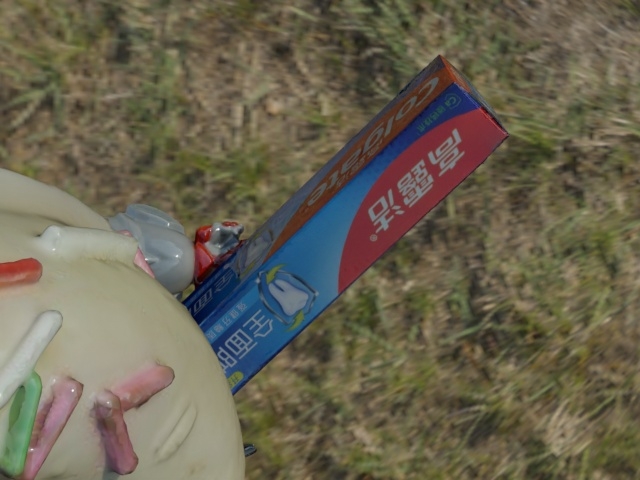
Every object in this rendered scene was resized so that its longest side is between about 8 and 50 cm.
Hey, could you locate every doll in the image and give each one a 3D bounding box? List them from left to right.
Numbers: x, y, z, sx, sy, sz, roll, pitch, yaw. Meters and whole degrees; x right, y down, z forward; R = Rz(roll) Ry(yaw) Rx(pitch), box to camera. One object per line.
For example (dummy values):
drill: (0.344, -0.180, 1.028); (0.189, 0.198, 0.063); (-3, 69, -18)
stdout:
doll: (-0.123, 0.017, 1.294); (0.180, 0.079, 0.094); (0, 87, 3)

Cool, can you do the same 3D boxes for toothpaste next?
toothpaste: (0.000, 0.001, 1.213); (0.066, 0.076, 0.320); (41, 102, -19)

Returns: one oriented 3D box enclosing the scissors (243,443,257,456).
scissors: (-0.095, 0.171, 1.197); (0.039, 0.113, 0.012); (17, 119, 54)

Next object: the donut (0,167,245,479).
donut: (-0.165, 0.150, 0.646); (0.142, 0.383, 0.382); (21, 99, 30)
